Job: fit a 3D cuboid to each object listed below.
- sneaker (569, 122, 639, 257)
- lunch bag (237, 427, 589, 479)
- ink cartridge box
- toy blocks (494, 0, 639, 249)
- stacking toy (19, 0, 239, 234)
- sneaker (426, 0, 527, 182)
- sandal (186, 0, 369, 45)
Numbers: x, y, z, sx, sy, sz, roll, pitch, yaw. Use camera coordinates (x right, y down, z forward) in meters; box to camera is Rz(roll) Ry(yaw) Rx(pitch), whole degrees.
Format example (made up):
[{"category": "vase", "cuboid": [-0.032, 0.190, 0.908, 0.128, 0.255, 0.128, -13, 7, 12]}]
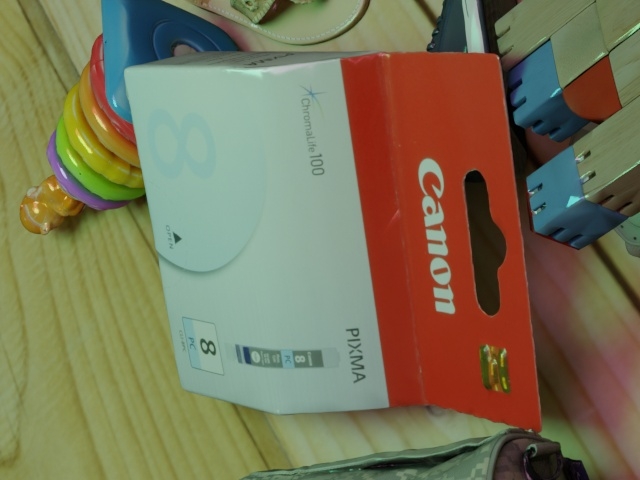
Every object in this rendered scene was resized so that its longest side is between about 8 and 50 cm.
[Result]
[{"category": "sneaker", "cuboid": [0.293, -0.033, 1.196, 0.262, 0.099, 0.121, 28, 109, 50]}, {"category": "lunch bag", "cuboid": [0.066, 0.290, 1.213, 0.305, 0.212, 0.256, -14, 79, 35]}, {"category": "ink cartridge box", "cuboid": [0.000, 0.000, 1.286, 0.385, 0.091, 0.308, 8, 111, 49]}, {"category": "toy blocks", "cuboid": [0.240, -0.164, 1.114, 0.261, 0.190, 0.381, -38, 46, 41]}, {"category": "stacking toy", "cuboid": [-0.213, -0.093, 1.552, 0.302, 0.165, 0.175, -41, 43, 35]}, {"category": "sneaker", "cuboid": [0.091, -0.155, 1.367, 0.163, 0.086, 0.226, -8, 77, 32]}, {"category": "sandal", "cuboid": [-0.071, -0.249, 1.508, 0.240, 0.079, 0.088, 18, 91, 37]}]
